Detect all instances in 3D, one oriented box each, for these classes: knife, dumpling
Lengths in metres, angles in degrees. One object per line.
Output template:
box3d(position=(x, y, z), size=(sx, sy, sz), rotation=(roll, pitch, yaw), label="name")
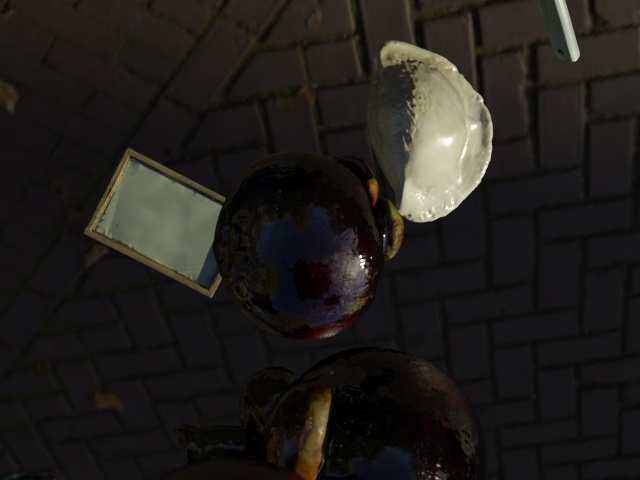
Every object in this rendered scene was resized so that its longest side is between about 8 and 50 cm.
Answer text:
box3d(position=(0.292, -0.292, 1.409), size=(0.023, 0.044, 0.162), rotation=(-50, 137, -19), label="knife")
box3d(position=(0.139, -0.150, 1.427), size=(0.166, 0.216, 0.126), rotation=(-12, 158, -20), label="dumpling")

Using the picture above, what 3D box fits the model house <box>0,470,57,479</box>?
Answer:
box3d(position=(-0.302, 0.405, 1.093), size=(0.184, 0.253, 0.291), rotation=(0, 124, 50), label="model house")

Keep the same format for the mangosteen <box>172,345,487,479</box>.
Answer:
box3d(position=(0.006, 0.178, 0.865), size=(0.250, 0.211, 0.211), rotation=(18, 128, -11), label="mangosteen")

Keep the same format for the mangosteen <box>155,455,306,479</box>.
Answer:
box3d(position=(-0.037, 0.214, 0.644), size=(0.200, 0.200, 0.200), rotation=(-2, 132, -3), label="mangosteen")

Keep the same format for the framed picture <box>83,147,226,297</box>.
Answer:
box3d(position=(-0.211, -0.024, 1.561), size=(0.201, 0.010, 0.136), rotation=(27, 90, -4), label="framed picture")

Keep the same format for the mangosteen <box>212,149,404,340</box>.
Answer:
box3d(position=(0.000, 0.000, 1.143), size=(0.230, 0.194, 0.194), rotation=(-12, 142, -41), label="mangosteen")
